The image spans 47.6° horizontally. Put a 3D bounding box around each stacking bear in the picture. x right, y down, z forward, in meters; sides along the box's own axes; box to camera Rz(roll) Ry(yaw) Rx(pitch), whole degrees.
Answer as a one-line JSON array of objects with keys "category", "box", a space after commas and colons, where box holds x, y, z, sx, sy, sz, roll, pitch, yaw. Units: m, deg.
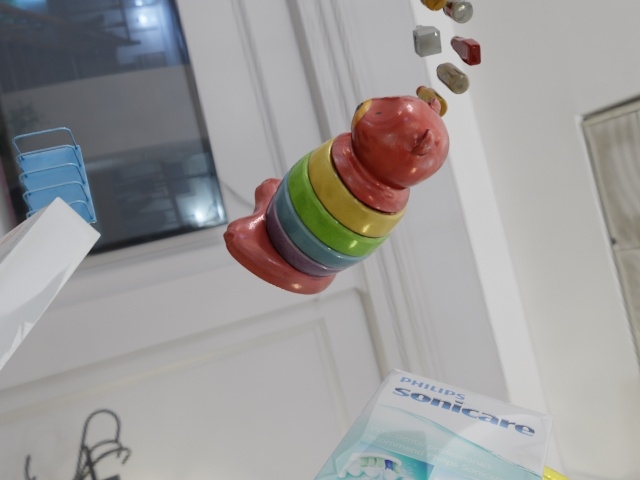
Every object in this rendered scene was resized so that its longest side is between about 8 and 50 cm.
[{"category": "stacking bear", "box": [0.038, -0.068, 0.904, 0.164, 0.175, 0.289, 41, -52, -9]}]

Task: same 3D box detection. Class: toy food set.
[{"category": "toy food set", "box": [0.217, -0.350, 1.304, 0.104, 0.111, 0.232, -112, -171, -58]}]

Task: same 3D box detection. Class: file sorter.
[{"category": "file sorter", "box": [-0.517, -0.117, 1.403, 0.104, 0.118, 0.170, 111, -36, -68]}]

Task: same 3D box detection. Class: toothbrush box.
[{"category": "toothbrush box", "box": [0.039, 0.240, 0.420, 0.126, 0.295, 0.217, 14, -72, 18]}]

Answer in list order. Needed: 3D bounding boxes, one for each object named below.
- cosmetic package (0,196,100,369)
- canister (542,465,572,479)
[{"category": "cosmetic package", "box": [-0.508, 0.132, 1.030, 0.284, 0.377, 0.097, -23, -60, 36]}, {"category": "canister", "box": [0.177, 0.281, 0.624, 0.126, 0.073, 0.170, 26, -58, 27]}]
